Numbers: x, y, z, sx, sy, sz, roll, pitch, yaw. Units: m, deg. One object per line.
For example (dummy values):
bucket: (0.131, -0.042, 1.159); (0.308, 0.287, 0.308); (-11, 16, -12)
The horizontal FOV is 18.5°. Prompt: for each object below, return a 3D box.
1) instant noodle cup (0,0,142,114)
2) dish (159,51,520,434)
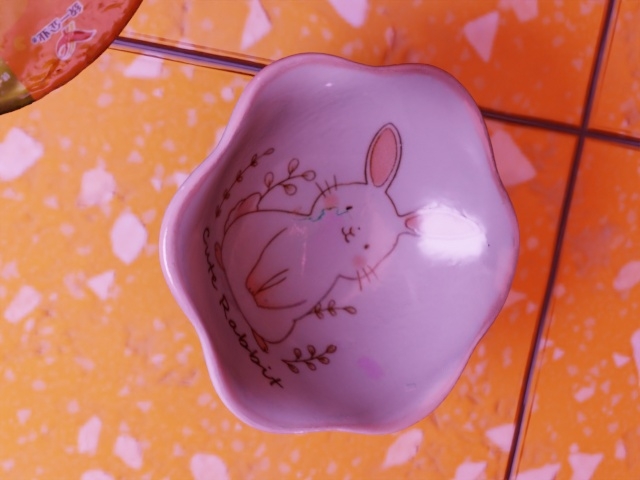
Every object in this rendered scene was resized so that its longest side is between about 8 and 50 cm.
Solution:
instant noodle cup: (-0.204, -0.179, 0.932); (0.230, 0.182, 0.230); (-5, 102, -24)
dish: (0.000, 0.000, 1.126); (0.229, 0.081, 0.229); (-4, 100, -27)
